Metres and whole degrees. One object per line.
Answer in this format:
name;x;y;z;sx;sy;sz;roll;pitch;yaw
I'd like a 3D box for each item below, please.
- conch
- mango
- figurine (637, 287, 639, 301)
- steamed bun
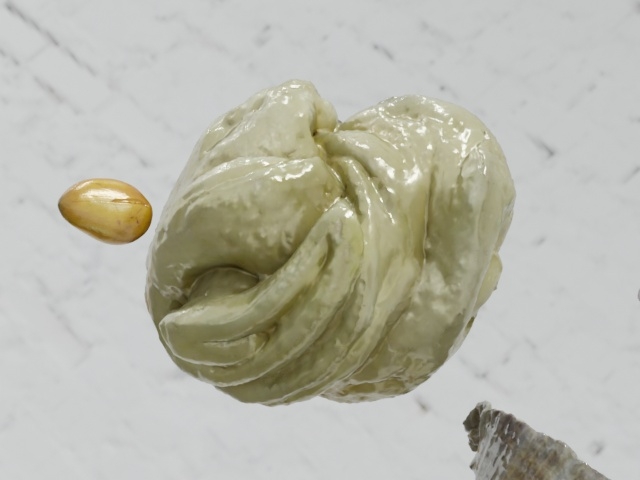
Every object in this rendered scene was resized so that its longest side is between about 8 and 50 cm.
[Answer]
conch;0.246;0.313;1.446;0.352;0.210;0.297;30;-18;23
mango;-0.192;-0.027;1.340;0.046;0.089;0.060;-24;-115;49
figurine;0.443;-0.013;1.652;0.176;0.186;0.287;9;-17;3
steamed bun;-0.004;0.004;1.473;0.372;0.324;0.230;7;-2;11
